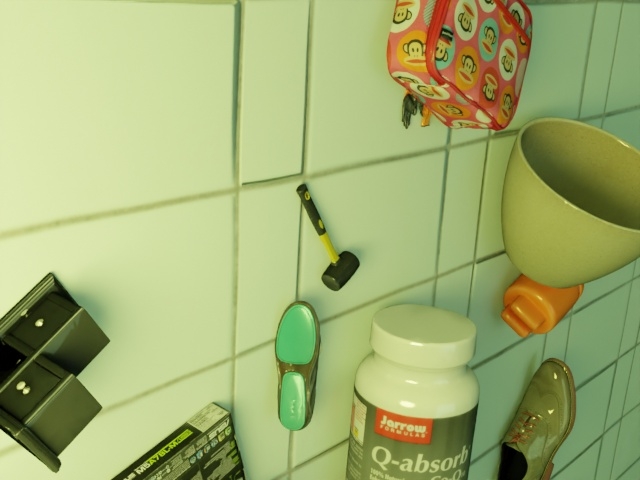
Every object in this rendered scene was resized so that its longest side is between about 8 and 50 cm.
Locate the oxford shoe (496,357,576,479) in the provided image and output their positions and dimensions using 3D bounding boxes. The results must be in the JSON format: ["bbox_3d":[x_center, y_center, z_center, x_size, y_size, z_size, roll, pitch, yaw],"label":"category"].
[{"bbox_3d":[0.498,0.444,1.916,0.130,0.123,0.348,3,101,-44],"label":"oxford shoe"}]

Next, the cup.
[{"bbox_3d":[0.481,-0.046,1.586,0.331,0.331,0.236,-24,148,-42],"label":"cup"}]

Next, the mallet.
[{"bbox_3d":[0.000,0.000,1.228,0.062,0.039,0.189,-55,134,-24],"label":"mallet"}]

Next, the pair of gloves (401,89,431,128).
[{"bbox_3d":[0.160,-0.220,1.342,0.083,0.010,0.074,-12,114,-45],"label":"pair of gloves"}]

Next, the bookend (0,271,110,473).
[{"bbox_3d":[-0.280,0.131,0.856,0.156,0.157,0.072,-48,136,-24],"label":"bookend"}]

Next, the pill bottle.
[{"bbox_3d":[0.155,0.305,1.388,0.210,0.210,0.362,-15,115,-46],"label":"pill bottle"}]

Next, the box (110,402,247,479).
[{"bbox_3d":[-0.187,0.351,1.141,0.191,0.045,0.184,-35,131,-37],"label":"box"}]

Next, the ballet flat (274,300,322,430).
[{"bbox_3d":[-0.032,0.185,1.244,0.074,0.074,0.203,-7,104,-48],"label":"ballet flat"}]

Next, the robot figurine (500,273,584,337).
[{"bbox_3d":[0.477,0.112,1.749,0.219,0.128,0.158,-38,130,-34],"label":"robot figurine"}]

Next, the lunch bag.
[{"bbox_3d":[0.230,-0.331,1.299,0.293,0.120,0.258,25,78,-51],"label":"lunch bag"}]
